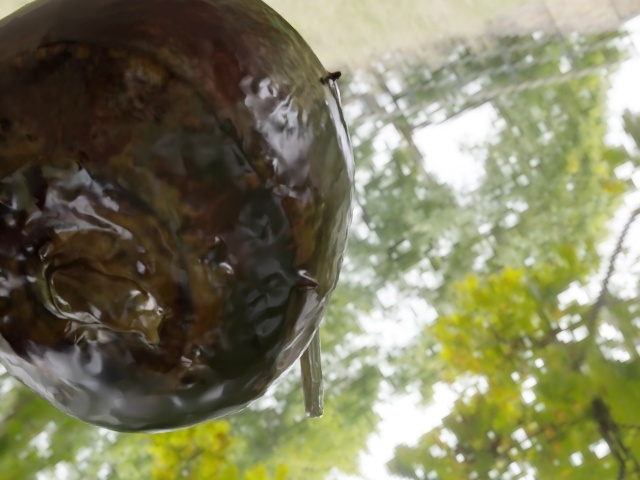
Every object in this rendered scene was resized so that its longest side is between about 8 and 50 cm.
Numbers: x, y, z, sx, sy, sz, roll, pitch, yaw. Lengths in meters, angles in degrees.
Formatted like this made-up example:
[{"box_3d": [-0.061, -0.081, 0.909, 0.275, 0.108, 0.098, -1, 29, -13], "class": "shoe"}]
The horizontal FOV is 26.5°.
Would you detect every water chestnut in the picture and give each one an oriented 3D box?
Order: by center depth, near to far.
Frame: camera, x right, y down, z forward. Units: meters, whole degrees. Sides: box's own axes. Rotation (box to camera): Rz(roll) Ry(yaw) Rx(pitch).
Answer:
[{"box_3d": [-0.086, -0.028, 0.671, 0.223, 0.224, 0.238, -20, -161, 37], "class": "water chestnut"}]

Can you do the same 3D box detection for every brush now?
[{"box_3d": [0.000, 0.000, 1.247, 0.050, 0.321, 0.060, -2, 175, 5], "class": "brush"}]
